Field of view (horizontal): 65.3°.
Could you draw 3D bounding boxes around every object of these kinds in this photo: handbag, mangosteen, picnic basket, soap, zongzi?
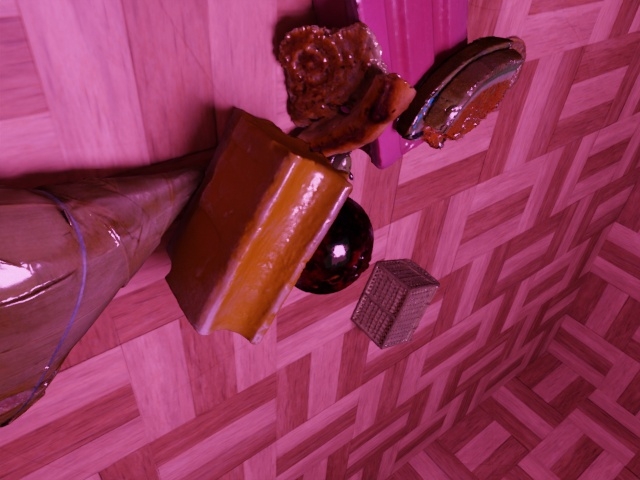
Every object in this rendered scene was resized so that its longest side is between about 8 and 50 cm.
[{"bbox_3d":[0.032,-0.132,0.964,0.072,0.047,0.111,-18,135,-36],"label":"handbag"},{"bbox_3d":[0.000,0.000,0.925,0.210,0.210,0.209,-27,138,-27],"label":"mangosteen"},{"bbox_3d":[0.204,0.165,1.328,0.154,0.134,0.196,-4,124,-45],"label":"picnic basket"},{"bbox_3d":[0.130,-0.326,0.827,0.233,0.128,0.359,-35,141,-16],"label":"soap"},{"bbox_3d":[-0.344,0.072,0.686,0.393,0.174,0.355,-23,144,-49],"label":"zongzi"},{"bbox_3d":[-0.112,-0.033,0.745,0.143,0.259,0.281,16,109,-37],"label":"soap"}]

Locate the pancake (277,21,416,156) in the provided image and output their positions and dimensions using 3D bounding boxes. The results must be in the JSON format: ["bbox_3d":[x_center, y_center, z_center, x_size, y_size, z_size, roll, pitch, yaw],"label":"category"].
[{"bbox_3d":[0.037,-0.209,0.771,0.257,0.213,0.056,86,24,-52],"label":"pancake"}]

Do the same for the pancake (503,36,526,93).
[{"bbox_3d":[0.423,-0.397,1.147,0.140,0.022,0.139,-26,137,-27],"label":"pancake"}]

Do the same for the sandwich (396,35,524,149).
[{"bbox_3d":[0.236,-0.231,0.843,0.235,0.079,0.159,-31,140,-17],"label":"sandwich"}]
